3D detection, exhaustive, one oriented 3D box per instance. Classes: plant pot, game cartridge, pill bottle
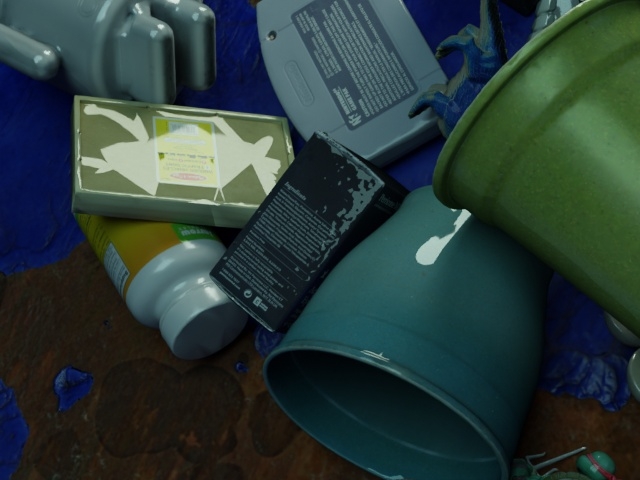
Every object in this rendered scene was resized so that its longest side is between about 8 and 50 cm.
[{"bbox_3d":[0.119,0.092,1.438,0.272,0.271,0.255,16,59,26],"label":"plant pot"},{"bbox_3d":[0.290,-0.047,1.269,0.276,0.276,0.254,-42,69,0],"label":"plant pot"},{"bbox_3d":[0.037,-0.216,1.709,0.196,0.060,0.294,-27,61,4],"label":"game cartridge"},{"bbox_3d":[-0.187,0.019,1.644,0.136,0.136,0.245,-37,60,3],"label":"pill bottle"}]

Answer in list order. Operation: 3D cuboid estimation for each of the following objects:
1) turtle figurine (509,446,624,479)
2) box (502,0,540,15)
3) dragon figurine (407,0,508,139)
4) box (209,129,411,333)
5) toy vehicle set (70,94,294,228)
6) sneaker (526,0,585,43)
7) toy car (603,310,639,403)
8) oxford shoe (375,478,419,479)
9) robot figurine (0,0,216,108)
[{"bbox_3d":[0.236,0.283,1.385,0.234,0.118,0.175,-48,60,3],"label":"turtle figurine"},{"bbox_3d":[0.203,-0.416,1.605,0.143,0.270,0.165,-47,60,-3],"label":"box"},{"bbox_3d":[0.194,-0.169,1.537,0.144,0.085,0.289,29,113,11],"label":"dragon figurine"},{"bbox_3d":[0.000,0.000,1.545,0.108,0.153,0.207,40,98,23],"label":"box"},{"bbox_3d":[-0.161,-0.092,1.634,0.267,0.035,0.166,5,46,-15],"label":"toy vehicle set"},{"bbox_3d":[0.312,-0.233,1.601,0.132,0.086,0.228,17,85,21],"label":"sneaker"},{"bbox_3d":[0.386,0.083,1.408,0.136,0.159,0.182,-2,58,-21],"label":"toy car"},{"bbox_3d":[0.185,0.320,1.278,0.140,0.397,0.146,-55,25,-7],"label":"oxford shoe"},{"bbox_3d":[-0.291,-0.284,1.773,0.353,0.199,0.300,26,37,32],"label":"robot figurine"}]
